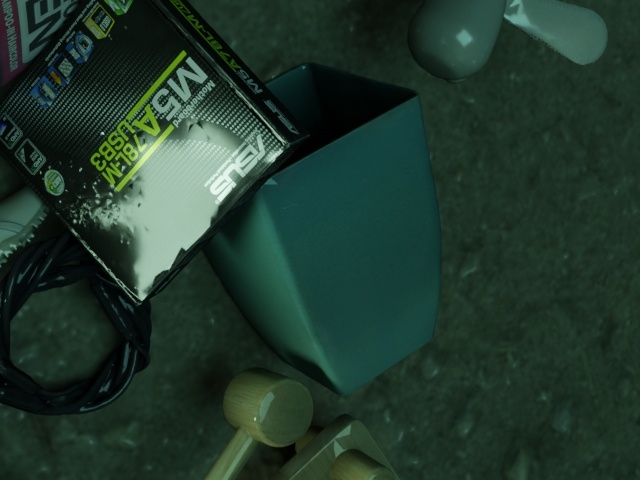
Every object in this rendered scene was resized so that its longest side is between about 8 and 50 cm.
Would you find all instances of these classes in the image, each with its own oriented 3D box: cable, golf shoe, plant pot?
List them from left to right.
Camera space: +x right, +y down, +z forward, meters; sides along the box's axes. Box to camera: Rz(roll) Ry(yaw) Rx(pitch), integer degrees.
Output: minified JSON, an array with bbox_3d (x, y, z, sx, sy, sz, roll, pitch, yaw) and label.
[{"bbox_3d":[-0.281,-0.003,1.024,0.176,0.069,0.086,-43,102,-27],"label":"golf shoe"},{"bbox_3d":[-0.201,0.070,1.079,0.184,0.047,0.151,31,84,-51],"label":"cable"},{"bbox_3d":[0.000,0.000,1.145,0.165,0.165,0.234,-30,120,-24],"label":"plant pot"}]

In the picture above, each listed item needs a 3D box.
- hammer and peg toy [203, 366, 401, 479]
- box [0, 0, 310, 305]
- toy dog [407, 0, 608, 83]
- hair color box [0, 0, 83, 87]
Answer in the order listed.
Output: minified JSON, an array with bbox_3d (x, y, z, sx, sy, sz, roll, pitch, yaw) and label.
[{"bbox_3d":[-0.035,0.288,1.198,0.266,0.127,0.361,-42,118,-17],"label":"hammer and peg toy"},{"bbox_3d":[-0.133,-0.079,1.000,0.184,0.190,0.045,49,27,6],"label":"box"},{"bbox_3d":[0.184,-0.252,1.212,0.333,0.220,0.161,-34,147,-14],"label":"toy dog"},{"bbox_3d":[-0.166,-0.254,0.966,0.105,0.174,0.347,45,72,5],"label":"hair color box"}]
